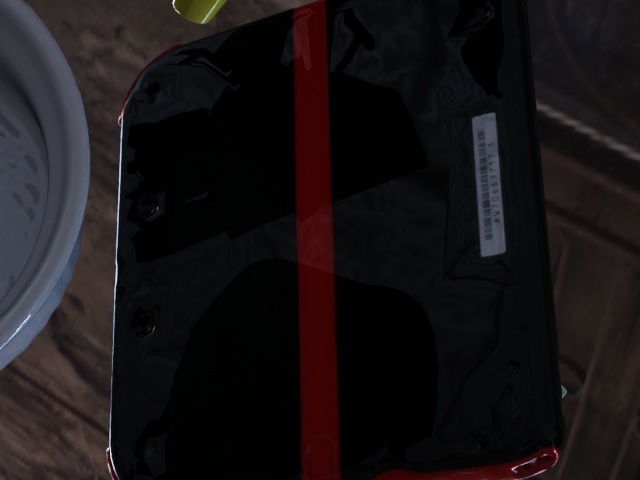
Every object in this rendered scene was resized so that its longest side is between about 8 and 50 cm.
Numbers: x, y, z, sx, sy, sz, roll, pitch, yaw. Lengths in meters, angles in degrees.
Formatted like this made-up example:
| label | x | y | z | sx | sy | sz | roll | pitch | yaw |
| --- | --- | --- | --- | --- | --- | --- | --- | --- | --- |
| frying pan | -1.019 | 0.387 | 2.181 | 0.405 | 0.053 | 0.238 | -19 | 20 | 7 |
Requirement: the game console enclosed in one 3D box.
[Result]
| label | x | y | z | sx | sy | sz | roll | pitch | yaw |
| --- | --- | --- | --- | --- | --- | --- | --- | --- | --- |
| game console | 0.000 | 0.000 | 1.047 | 0.342 | 0.060 | 0.386 | -13 | -116 | 24 |

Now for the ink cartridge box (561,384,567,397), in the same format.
| label | x | y | z | sx | sy | sz | roll | pitch | yaw |
| --- | --- | --- | --- | --- | --- | --- | --- | --- | --- |
| ink cartridge box | 0.099 | 0.128 | 1.287 | 0.171 | 0.235 | 0.056 | -48 | -135 | -2 |

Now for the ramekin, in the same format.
| label | x | y | z | sx | sy | sz | roll | pitch | yaw |
| --- | --- | --- | --- | --- | --- | --- | --- | --- | --- |
| ramekin | -0.268 | -0.028 | 0.864 | 0.277 | 0.135 | 0.277 | 1 | -103 | -3 |

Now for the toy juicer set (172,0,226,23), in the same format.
| label | x | y | z | sx | sy | sz | roll | pitch | yaw |
| --- | --- | --- | --- | --- | --- | --- | --- | --- | --- |
| toy juicer set | -0.266 | -0.369 | 1.735 | 0.329 | 0.089 | 0.209 | 7 | -142 | -40 |
